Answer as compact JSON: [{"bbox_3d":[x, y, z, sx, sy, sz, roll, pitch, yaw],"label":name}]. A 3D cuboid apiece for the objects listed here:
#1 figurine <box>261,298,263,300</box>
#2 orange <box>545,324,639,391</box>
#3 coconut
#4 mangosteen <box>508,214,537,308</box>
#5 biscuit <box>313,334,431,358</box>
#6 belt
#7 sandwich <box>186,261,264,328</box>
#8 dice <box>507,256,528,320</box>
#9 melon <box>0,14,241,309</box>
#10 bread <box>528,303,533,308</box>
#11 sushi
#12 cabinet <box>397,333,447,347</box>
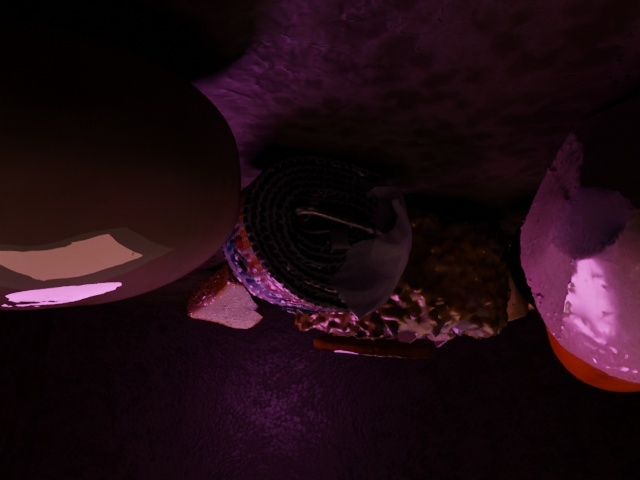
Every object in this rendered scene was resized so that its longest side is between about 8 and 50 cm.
[{"bbox_3d":[-0.280,0.168,1.648,0.195,0.111,0.102,-2,-175,-3],"label":"figurine"},{"bbox_3d":[0.735,0.162,1.018,0.425,0.325,0.424,-8,158,-3],"label":"orange"},{"bbox_3d":[0.366,-0.002,0.451,0.310,0.297,0.297,12,163,-27],"label":"coconut"},{"bbox_3d":[0.443,0.028,0.741,0.250,0.211,0.211,-4,170,-24],"label":"mangosteen"},{"bbox_3d":[0.100,0.209,0.896,0.229,0.031,0.176,3,172,1],"label":"biscuit"},{"bbox_3d":[0.000,0.000,0.625,0.258,0.206,0.150,16,164,-24],"label":"belt"},{"bbox_3d":[-0.270,0.185,1.486,0.254,0.099,0.288,21,136,-33],"label":"sandwich"},{"bbox_3d":[0.382,0.106,1.062,0.169,0.169,0.166,-16,176,30],"label":"dice"},{"bbox_3d":[-0.224,-0.056,0.362,0.317,0.222,0.223,0,168,-17],"label":"melon"},{"bbox_3d":[0.541,0.100,1.186,0.086,0.156,0.125,8,139,-44],"label":"bread"},{"bbox_3d":[0.166,0.079,0.898,0.352,0.239,0.397,11,167,-40],"label":"sushi"},{"bbox_3d":[0.295,0.183,1.308,0.175,0.215,0.148,12,134,-40],"label":"cabinet"}]
